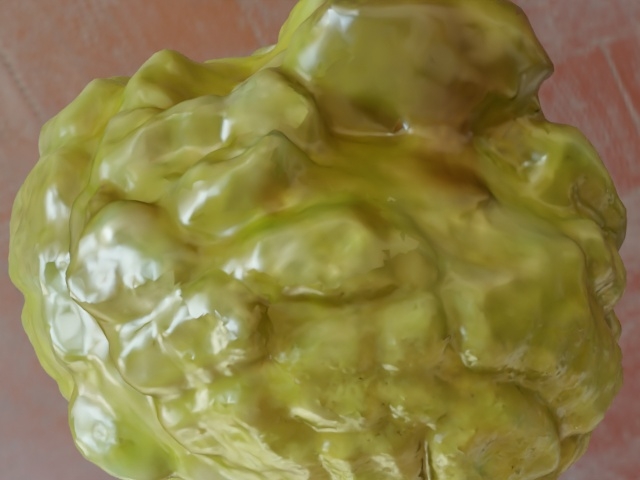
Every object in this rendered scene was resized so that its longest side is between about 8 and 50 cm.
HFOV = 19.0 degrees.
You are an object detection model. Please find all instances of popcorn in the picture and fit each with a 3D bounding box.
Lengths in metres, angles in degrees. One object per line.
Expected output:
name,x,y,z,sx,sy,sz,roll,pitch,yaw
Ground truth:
popcorn,0.000,0.000,0.724,0.206,0.251,0.237,36,135,-27
